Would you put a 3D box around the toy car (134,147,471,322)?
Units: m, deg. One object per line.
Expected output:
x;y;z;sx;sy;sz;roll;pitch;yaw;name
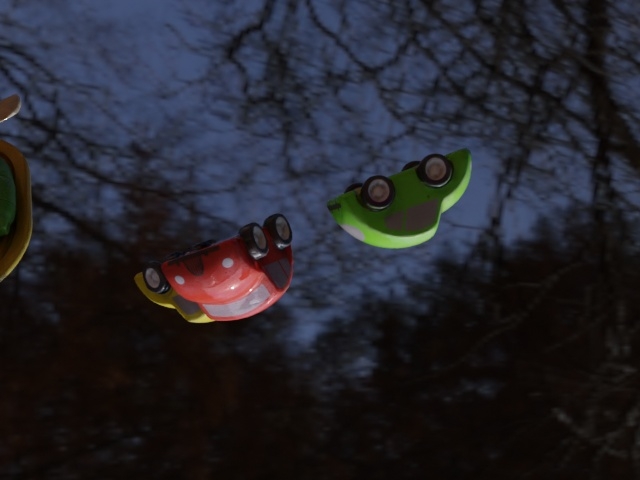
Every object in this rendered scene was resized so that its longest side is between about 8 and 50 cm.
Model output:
0.000;0.000;1.152;0.225;0.239;0.053;-21;-89;-12;toy car

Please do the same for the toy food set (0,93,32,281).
-0.311;-0.049;1.493;0.128;0.071;0.218;-19;-132;7;toy food set
